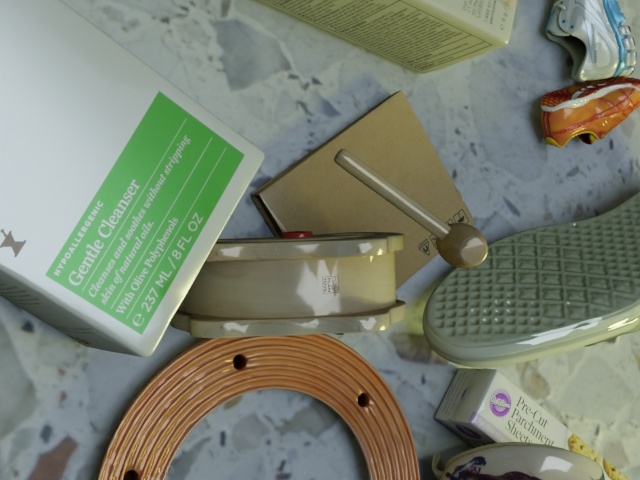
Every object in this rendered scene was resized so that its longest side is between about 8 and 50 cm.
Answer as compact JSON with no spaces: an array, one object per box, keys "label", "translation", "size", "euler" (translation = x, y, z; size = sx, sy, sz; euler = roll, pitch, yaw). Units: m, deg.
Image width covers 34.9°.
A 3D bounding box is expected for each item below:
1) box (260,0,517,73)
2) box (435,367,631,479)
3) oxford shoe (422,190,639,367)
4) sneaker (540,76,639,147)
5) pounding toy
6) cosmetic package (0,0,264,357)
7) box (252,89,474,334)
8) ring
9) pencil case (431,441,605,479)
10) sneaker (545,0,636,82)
[{"label":"box","translation":[0.024,-0.274,0.940],"size":[0.311,0.148,0.121],"euler":[19,77,-30]},{"label":"box","translation":[0.261,0.248,1.094],"size":[0.324,0.063,0.067],"euler":[40,67,-22]},{"label":"oxford shoe","translation":[0.303,0.050,1.092],"size":[0.449,0.169,0.130],"euler":[-21,133,-28]},{"label":"sneaker","translation":[0.317,-0.149,1.163],"size":[0.175,0.064,0.067],"euler":[-18,115,-25]},{"label":"pounding toy","translation":[0.000,0.000,0.893],"size":[0.269,0.154,0.155],"euler":[-2,93,-3]},{"label":"cosmetic package","translation":[-0.253,-0.085,0.759],"size":[0.365,0.155,0.197],"euler":[35,72,-26]},{"label":"box","translation":[0.049,-0.031,1.010],"size":[0.201,0.021,0.164],"euler":[-38,106,-26]},{"label":"ring","translation":[-0.051,0.244,0.931],"size":[0.336,0.032,0.337],"euler":[2,87,-30]},{"label":"pencil case","translation":[0.194,0.389,0.921],"size":[0.183,0.160,0.410],"euler":[-4,60,5]},{"label":"sneaker","translation":[0.286,-0.267,1.142],"size":[0.083,0.071,0.191],"euler":[-18,87,-7]}]
